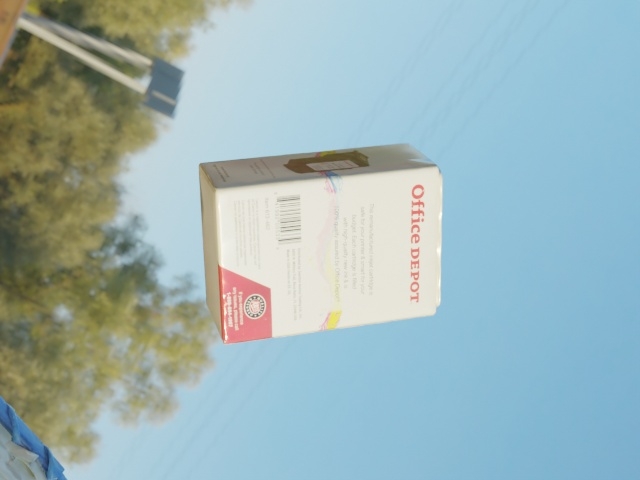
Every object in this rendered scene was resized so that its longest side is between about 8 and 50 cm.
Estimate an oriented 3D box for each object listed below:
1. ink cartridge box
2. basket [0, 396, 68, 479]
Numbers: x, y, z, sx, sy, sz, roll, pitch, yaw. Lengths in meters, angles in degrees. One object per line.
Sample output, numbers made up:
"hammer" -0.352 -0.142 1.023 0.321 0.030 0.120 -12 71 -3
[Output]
"ink cartridge box" 0.000 0.000 0.876 0.072 0.175 0.128 -129 -145 -64
"basket" -0.303 0.189 0.849 0.201 0.255 0.289 -41 -178 10
